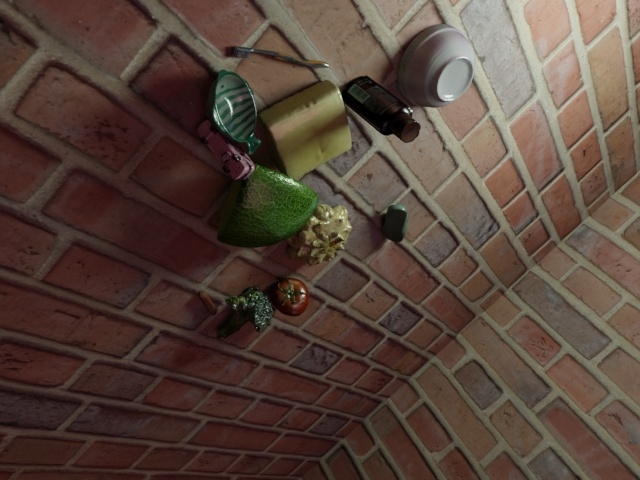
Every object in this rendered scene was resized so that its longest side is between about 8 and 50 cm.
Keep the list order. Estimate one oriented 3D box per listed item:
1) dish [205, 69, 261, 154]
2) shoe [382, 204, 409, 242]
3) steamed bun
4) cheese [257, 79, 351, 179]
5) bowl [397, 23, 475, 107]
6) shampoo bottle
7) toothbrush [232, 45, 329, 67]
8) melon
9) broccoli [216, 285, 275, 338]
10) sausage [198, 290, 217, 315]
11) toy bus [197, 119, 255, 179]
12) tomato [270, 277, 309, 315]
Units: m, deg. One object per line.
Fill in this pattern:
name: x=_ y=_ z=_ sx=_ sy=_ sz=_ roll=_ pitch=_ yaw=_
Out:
dish: x=-0.264 y=-0.367 z=1.402 sx=0.078 sy=0.224 sz=0.246 roll=-5 pitch=126 yaw=27
shoe: x=0.336 y=-0.091 z=2.122 sx=0.251 sy=0.103 sz=0.100 roll=88 pitch=19 yaw=-57
steamed bun: x=0.000 y=0.000 z=1.928 sx=0.296 sy=0.137 sz=0.292 roll=-3 pitch=132 yaw=-36
cheese: x=-0.043 y=-0.358 z=1.580 sx=0.266 sy=0.123 sz=0.242 roll=-29 pitch=142 yaw=-9
bowl: x=0.425 y=-0.586 z=1.685 sx=0.287 sy=0.143 sz=0.286 roll=-19 pitch=136 yaw=-19
shampoo bottle: x=0.195 y=-0.417 z=1.537 sx=0.129 sy=0.323 sz=0.084 roll=-34 pitch=140 yaw=-6
toothbrush: x=-0.108 y=-0.543 z=1.437 sx=0.321 sy=0.023 sz=0.031 roll=-5 pitch=136 yaw=-31
melon: x=-0.160 y=-0.117 z=1.661 sx=0.344 sy=0.226 sz=0.331 roll=8 pitch=120 yaw=-27
broccoli: x=-0.331 y=0.310 z=1.977 sx=0.275 sy=0.177 sz=0.198 roll=-24 pitch=145 yaw=4
sausage: x=-0.446 y=0.251 z=1.917 sx=0.030 sy=0.035 sz=0.147 roll=-56 pitch=149 yaw=-30
toy bus: x=-0.278 y=-0.269 z=1.433 sx=0.063 sy=0.203 sz=0.090 roll=-43 pitch=167 yaw=22
tomato: x=-0.126 y=0.244 z=2.055 sx=0.168 sy=0.167 sz=0.167 roll=-19 pitch=136 yaw=-20
